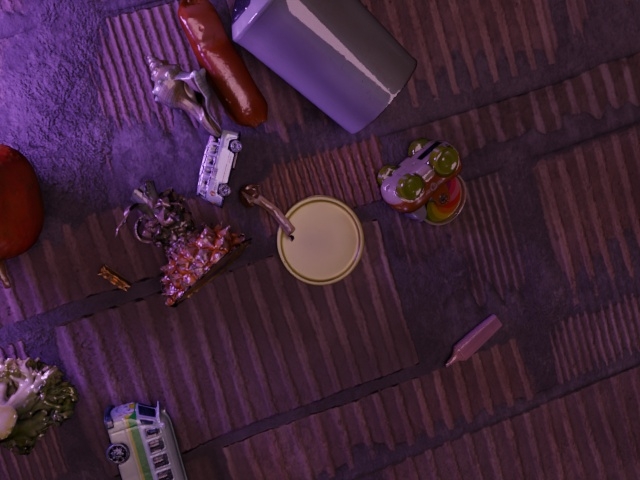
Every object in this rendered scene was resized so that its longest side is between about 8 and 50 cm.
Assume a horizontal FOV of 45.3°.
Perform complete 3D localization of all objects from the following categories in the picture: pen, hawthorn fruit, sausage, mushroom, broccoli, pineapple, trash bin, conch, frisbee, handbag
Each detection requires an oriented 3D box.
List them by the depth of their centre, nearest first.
[{"bbox_3d":[-0.752,-0.047,1.697,0.287,0.287,0.331,-20,104,-11],"label":"hawthorn fruit"},{"bbox_3d":[-0.715,0.375,1.735,0.288,0.245,0.248,-43,92,-13],"label":"broccoli"},{"bbox_3d":[-0.344,-0.018,1.826,0.262,0.262,0.272,-41,88,-8],"label":"pineapple"},{"bbox_3d":[-0.004,-0.485,1.837,0.432,0.280,0.280,40,84,-16],"label":"trash bin"},{"bbox_3d":[-0.317,-0.369,1.837,0.233,0.137,0.114,24,44,1],"label":"conch"},{"bbox_3d":[-0.498,0.092,1.860,0.083,0.061,0.027,35,83,-11],"label":"handbag"},{"bbox_3d":[-0.241,-0.432,1.874,0.097,0.094,0.349,-33,99,-25],"label":"sausage"},{"bbox_3d":[-0.128,-0.073,1.930,0.187,0.061,0.060,40,72,-6],"label":"mushroom"},{"bbox_3d":[0.000,0.000,1.992,0.235,0.017,0.236,-1,94,-13],"label":"frisbee"},{"bbox_3d":[0.414,0.280,2.097,0.197,0.032,0.053,-39,101,-11],"label":"pen"}]

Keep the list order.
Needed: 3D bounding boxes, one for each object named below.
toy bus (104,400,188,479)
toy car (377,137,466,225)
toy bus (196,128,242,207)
[{"bbox_3d":[-0.424,0.528,1.868,0.164,0.133,0.276,-14,98,-11],"label":"toy bus"},{"bbox_3d":[0.284,-0.131,2.001,0.235,0.145,0.235,-7,110,-21],"label":"toy car"},{"bbox_3d":[-0.250,-0.181,1.892,0.088,0.087,0.194,14,91,-6],"label":"toy bus"}]
